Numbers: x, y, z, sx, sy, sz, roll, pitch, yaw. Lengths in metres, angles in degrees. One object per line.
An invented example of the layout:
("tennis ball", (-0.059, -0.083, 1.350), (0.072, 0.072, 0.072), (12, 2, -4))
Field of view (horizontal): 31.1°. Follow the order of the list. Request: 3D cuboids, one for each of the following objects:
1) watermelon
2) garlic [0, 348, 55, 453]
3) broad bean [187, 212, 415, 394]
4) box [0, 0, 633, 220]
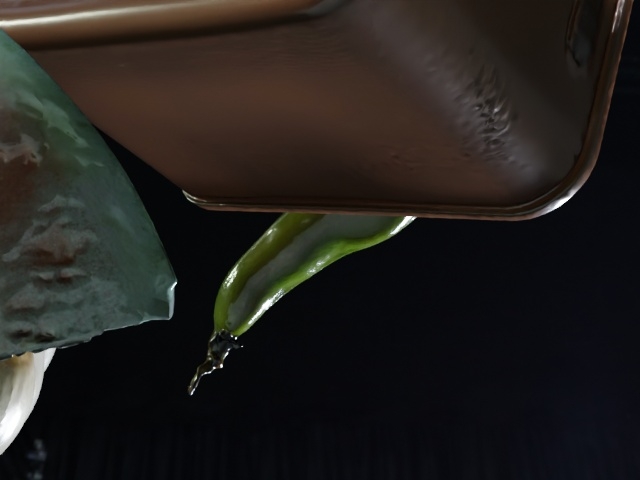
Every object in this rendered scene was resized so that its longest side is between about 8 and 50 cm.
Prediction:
("watermelon", (-0.204, -0.009, 0.435), (0.305, 0.180, 0.224), (-8, -39, 2))
("garlic", (-0.265, 0.063, 0.741), (0.203, 0.281, 0.185), (-27, -45, 11))
("broad bean", (0.001, -0.003, 0.947), (0.325, 0.075, 0.067), (-42, -18, 14))
("box", (-0.014, -0.167, 0.711), (0.339, 0.239, 0.229), (3, -21, 39))
